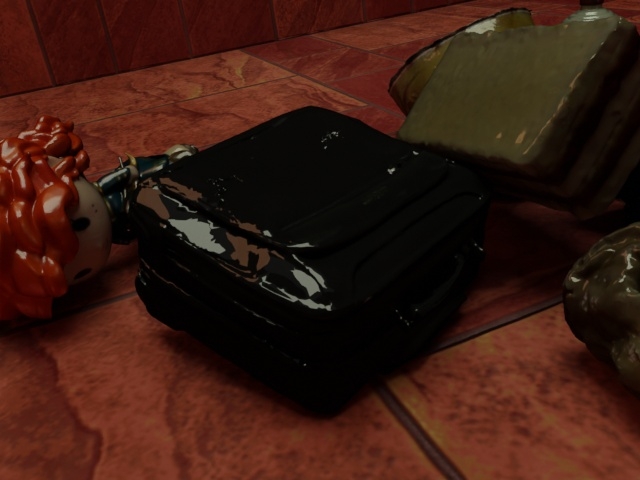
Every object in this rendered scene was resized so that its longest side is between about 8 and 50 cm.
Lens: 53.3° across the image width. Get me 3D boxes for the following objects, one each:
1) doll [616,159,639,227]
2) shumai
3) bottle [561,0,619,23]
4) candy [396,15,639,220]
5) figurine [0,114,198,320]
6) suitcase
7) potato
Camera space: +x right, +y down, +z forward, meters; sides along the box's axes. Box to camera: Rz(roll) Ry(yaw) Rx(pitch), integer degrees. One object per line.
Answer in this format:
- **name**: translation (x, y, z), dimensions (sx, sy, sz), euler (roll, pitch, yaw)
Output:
- **doll**: translation (0.461, -0.096, 0.732), dimensions (0.284, 0.240, 0.310), euler (-38, 18, 0)
- **shumai**: translation (0.317, 0.074, 0.529), dimensions (0.206, 0.166, 0.175), euler (-24, 29, 25)
- **bottle**: translation (0.500, -0.346, 1.191), dimensions (0.104, 0.245, 0.104), euler (-7, 28, 3)
- **candy**: translation (0.240, -0.150, 0.769), dimensions (0.135, 0.179, 0.321), euler (30, 2, -23)
- **figurine**: translation (-0.296, -0.037, 0.884), dimensions (0.412, 0.241, 0.306), euler (-2, 46, -28)
- **suitcase**: translation (0.000, 0.000, 0.719), dimensions (0.339, 0.188, 0.345), euler (27, 40, 29)
- **potato**: translation (0.282, -0.269, 1.187), dimensions (0.300, 0.196, 0.246), euler (-26, -9, 36)
